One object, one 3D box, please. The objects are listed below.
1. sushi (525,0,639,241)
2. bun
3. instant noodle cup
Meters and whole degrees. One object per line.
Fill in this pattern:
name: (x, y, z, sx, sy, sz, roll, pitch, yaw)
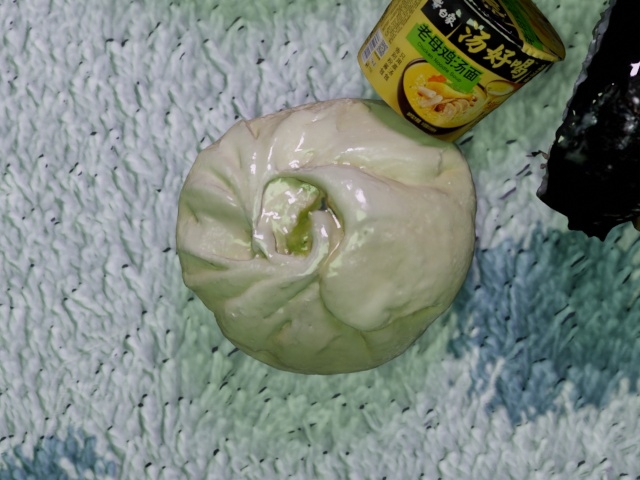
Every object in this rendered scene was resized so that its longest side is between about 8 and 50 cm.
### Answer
sushi: (0.297, -0.092, 1.437, 0.219, 0.225, 0.238, 26, 134, 0)
bun: (0.000, 0.000, 1.540, 0.259, 0.160, 0.259, 2, 99, 11)
instant noodle cup: (0.110, -0.164, 1.510, 0.151, 0.151, 0.122, 47, 114, 4)
